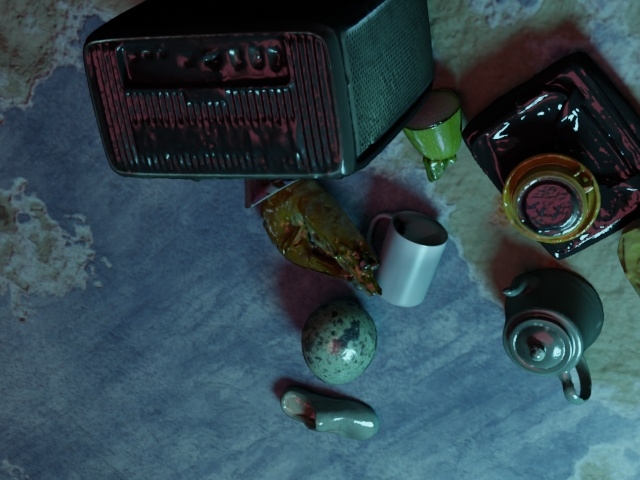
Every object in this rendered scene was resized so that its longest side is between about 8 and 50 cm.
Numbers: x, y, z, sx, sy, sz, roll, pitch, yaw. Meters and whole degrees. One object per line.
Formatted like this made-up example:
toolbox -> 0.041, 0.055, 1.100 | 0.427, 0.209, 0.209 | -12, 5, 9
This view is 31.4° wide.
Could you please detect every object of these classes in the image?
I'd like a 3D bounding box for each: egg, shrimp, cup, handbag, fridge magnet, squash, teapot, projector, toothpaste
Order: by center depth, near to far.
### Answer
projector -> -0.073, -0.246, 1.643 | 0.395, 0.405, 0.242 | 3, 116, 22
fridge magnet -> 0.337, -0.059, 1.670 | 0.143, 0.063, 0.143 | 6, 116, 12
handbag -> 0.373, -0.121, 1.715 | 0.244, 0.088, 0.275 | -33, 98, 29
squash -> 0.187, -0.154, 1.781 | 0.105, 0.105, 0.132 | -5, 129, 25
teapot -> 0.365, 0.156, 1.819 | 0.162, 0.149, 0.239 | -25, 103, 30
toothpaste -> -0.026, -0.137, 1.877 | 0.266, 0.096, 0.061 | -22, 146, 31
cup -> 0.141, 0.019, 1.890 | 0.099, 0.136, 0.133 | 5, 124, -18
shrimp -> 0.001, 0.000, 1.905 | 0.294, 0.062, 0.154 | 45, 124, 28
egg -> 0.032, 0.181, 1.985 | 0.132, 0.132, 0.172 | 20, 134, 13

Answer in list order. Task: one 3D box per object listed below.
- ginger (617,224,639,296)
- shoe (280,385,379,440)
ginger -> 0.553, 0.064, 1.698 | 0.267, 0.152, 0.138 | 24, 97, -10
shoe -> 0.007, 0.331, 2.106 | 0.195, 0.078, 0.079 | 18, 121, 18
